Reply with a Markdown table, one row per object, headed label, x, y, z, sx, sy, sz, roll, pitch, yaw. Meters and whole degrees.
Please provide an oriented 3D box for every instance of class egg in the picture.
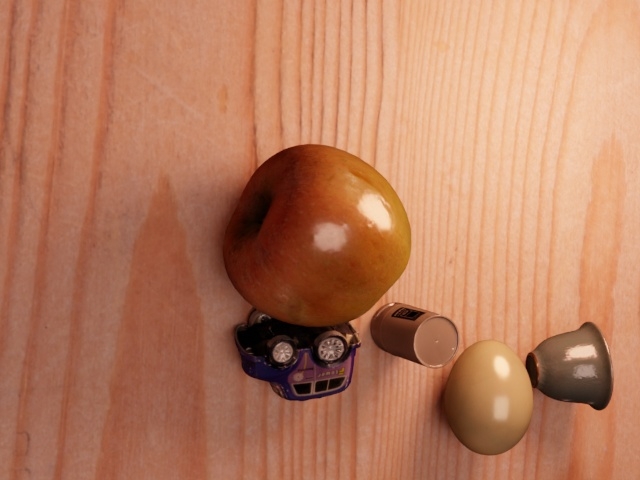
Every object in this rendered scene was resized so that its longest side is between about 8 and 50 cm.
| label | x | y | z | sx | sy | sz | roll | pitch | yaw |
| --- | --- | --- | --- | --- | --- | --- | --- | --- | --- |
| egg | 0.357 | 0.333 | 1.666 | 0.185 | 0.186 | 0.242 | 2 | 84 | -22 |

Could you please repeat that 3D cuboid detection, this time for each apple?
| label | x | y | z | sx | sy | sz | roll | pitch | yaw |
| --- | --- | --- | --- | --- | --- | --- | --- | --- | --- |
| apple | 0.000 | 0.000 | 1.434 | 0.305 | 0.338 | 0.339 | 28 | 82 | -29 |

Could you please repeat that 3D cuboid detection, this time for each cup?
| label | x | y | z | sx | sy | sz | roll | pitch | yaw |
| --- | --- | --- | --- | --- | --- | --- | --- | --- | --- |
| cup | 0.545 | 0.286 | 1.758 | 0.149 | 0.199 | 0.199 | -4 | 95 | -4 |

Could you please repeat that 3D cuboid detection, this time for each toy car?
| label | x | y | z | sx | sy | sz | roll | pitch | yaw |
| --- | --- | --- | --- | --- | --- | --- | --- | --- | --- |
| toy car | -0.047 | 0.222 | 1.515 | 0.235 | 0.172 | 0.158 | -4 | 109 | -17 |

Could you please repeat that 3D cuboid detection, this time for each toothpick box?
| label | x | y | z | sx | sy | sz | roll | pitch | yaw |
| --- | --- | --- | --- | --- | --- | --- | --- | --- | --- |
| toothpick box | 0.190 | 0.191 | 1.594 | 0.111 | 0.180 | 0.111 | -2 | 94 | -23 |
